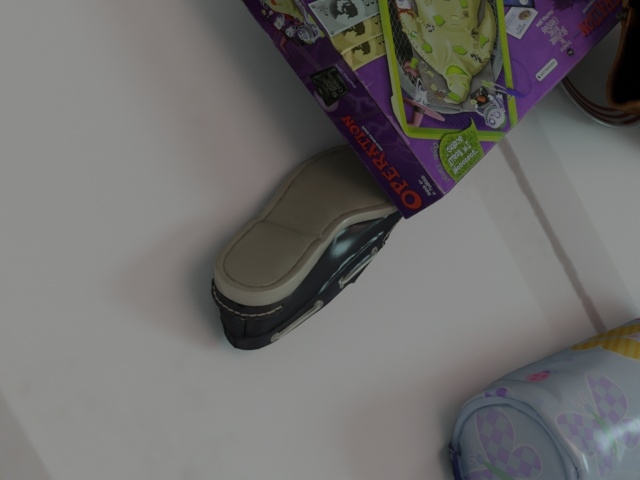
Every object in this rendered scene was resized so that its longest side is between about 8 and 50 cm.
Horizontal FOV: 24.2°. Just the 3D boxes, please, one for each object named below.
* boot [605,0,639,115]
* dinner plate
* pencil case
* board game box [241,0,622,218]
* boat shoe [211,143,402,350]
[{"bbox_3d":[0.296,-0.200,1.191,0.280,0.096,0.264,18,80,-51],"label":"boot"},{"bbox_3d":[0.225,-0.157,1.208,0.141,0.017,0.141,10,73,-35],"label":"dinner plate"},{"bbox_3d":[0.221,0.127,1.070,0.273,0.113,0.124,-19,100,-39],"label":"pencil case"},{"bbox_3d":[0.096,-0.185,1.060,0.208,0.056,0.347,50,46,-3],"label":"board game box"},{"bbox_3d":[0.000,0.000,0.983,0.206,0.075,0.065,-40,146,-43],"label":"boat shoe"}]
